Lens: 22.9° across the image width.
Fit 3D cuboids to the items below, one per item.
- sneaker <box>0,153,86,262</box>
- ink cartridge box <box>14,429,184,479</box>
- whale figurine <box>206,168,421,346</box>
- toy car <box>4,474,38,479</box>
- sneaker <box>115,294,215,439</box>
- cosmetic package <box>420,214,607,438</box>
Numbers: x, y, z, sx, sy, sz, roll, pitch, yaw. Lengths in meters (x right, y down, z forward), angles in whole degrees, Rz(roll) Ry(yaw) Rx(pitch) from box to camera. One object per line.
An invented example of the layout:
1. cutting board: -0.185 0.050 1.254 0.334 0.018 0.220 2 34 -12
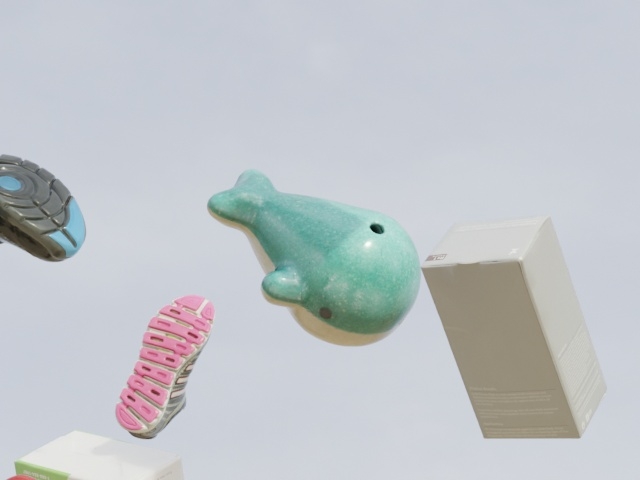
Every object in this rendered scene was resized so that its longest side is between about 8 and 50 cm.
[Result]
1. sneaker: -0.458 -0.050 2.123 0.341 0.125 0.139 31 -63 21
2. ink cartridge box: -0.272 0.448 2.096 0.207 0.119 0.353 8 -69 37
3. whale figurine: 0.000 0.000 1.882 0.272 0.216 0.141 40 -49 9
4. toy car: -0.295 0.304 1.545 0.159 0.182 0.136 -12 -77 28
5. sneaker: -0.160 0.135 1.637 0.063 0.170 0.075 20 -28 9
6. cosmetic package: 0.213 0.097 1.721 0.127 0.107 0.238 -3 -63 33
